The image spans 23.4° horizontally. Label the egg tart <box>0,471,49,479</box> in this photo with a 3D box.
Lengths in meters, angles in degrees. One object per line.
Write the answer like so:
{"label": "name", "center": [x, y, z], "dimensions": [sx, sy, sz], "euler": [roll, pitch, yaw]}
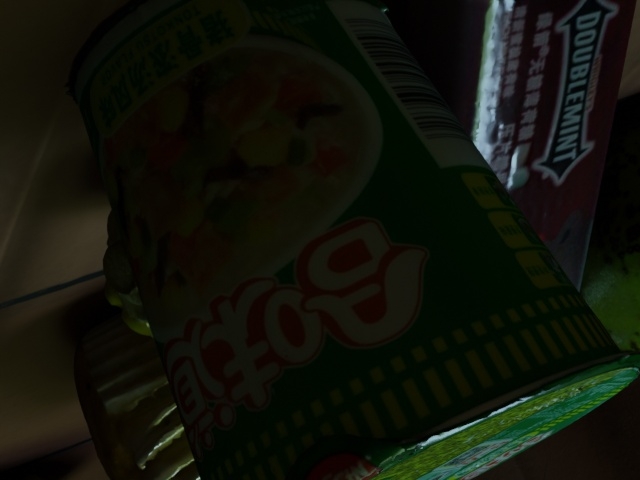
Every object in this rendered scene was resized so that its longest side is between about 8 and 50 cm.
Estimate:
{"label": "egg tart", "center": [-0.326, 0.320, 1.444], "dimensions": [0.352, 0.150, 0.352], "euler": [-30, 169, -7]}

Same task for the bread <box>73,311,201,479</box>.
{"label": "bread", "center": [-0.084, 0.144, 1.123], "dimensions": [0.156, 0.204, 0.288], "euler": [-29, 171, -6]}

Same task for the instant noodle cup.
{"label": "instant noodle cup", "center": [0.000, 0.000, 0.682], "dimensions": [0.207, 0.232, 0.207], "euler": [-24, 165, -7]}

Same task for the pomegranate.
{"label": "pomegranate", "center": [0.321, -0.003, 1.263], "dimensions": [0.277, 0.204, 0.222], "euler": [-7, -170, -16]}

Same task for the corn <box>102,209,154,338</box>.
{"label": "corn", "center": [0.018, -0.015, 0.913], "dimensions": [0.363, 0.120, 0.120], "euler": [-15, 162, -48]}

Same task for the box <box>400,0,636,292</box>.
{"label": "box", "center": [0.094, -0.050, 0.801], "dimensions": [0.120, 0.069, 0.224], "euler": [-17, 129, -30]}
